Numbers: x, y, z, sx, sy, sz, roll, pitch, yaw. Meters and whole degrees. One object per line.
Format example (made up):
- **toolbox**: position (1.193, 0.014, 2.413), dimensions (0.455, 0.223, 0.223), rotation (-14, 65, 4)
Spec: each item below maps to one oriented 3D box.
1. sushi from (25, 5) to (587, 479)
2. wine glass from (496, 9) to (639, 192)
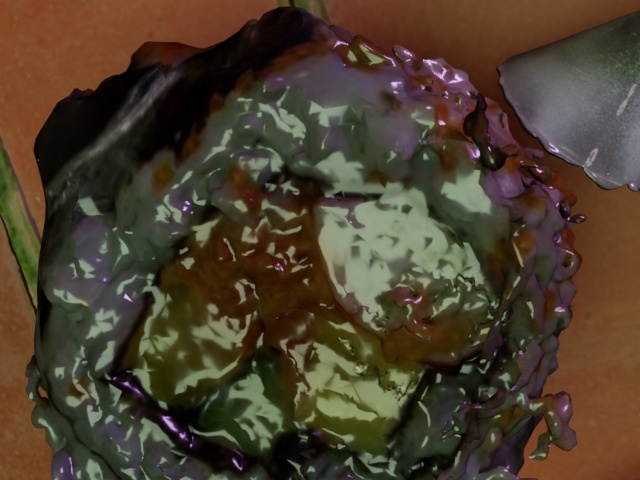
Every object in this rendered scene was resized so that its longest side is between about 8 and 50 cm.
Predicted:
- **sushi**: position (-0.015, 0.048, 0.725), dimensions (0.417, 0.176, 0.418), rotation (1, 95, 17)
- **wine glass**: position (0.238, -0.158, 0.689), dimensions (0.156, 0.156, 0.232), rotation (36, 126, 4)
